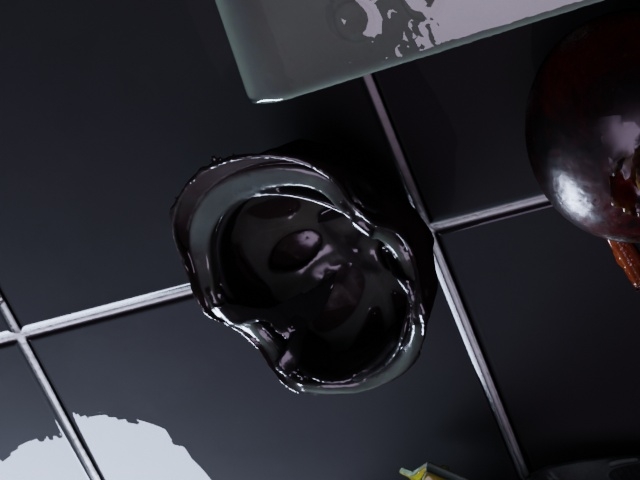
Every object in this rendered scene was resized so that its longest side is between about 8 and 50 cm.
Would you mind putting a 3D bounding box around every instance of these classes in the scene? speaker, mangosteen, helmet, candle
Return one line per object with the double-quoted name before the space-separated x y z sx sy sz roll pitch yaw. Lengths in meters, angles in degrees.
"speaker" 0.094 -0.283 1.646 0.406 0.183 0.184 -16 112 18
"mangosteen" 0.309 -0.092 1.676 0.236 0.261 0.235 3 119 5
"helmet" 0.000 0.000 1.830 0.225 0.177 0.305 -26 108 31
"candle" 0.299 -0.019 1.863 0.026 0.021 0.167 -36 111 -3

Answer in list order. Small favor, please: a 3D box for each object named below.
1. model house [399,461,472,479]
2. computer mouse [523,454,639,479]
"model house" 0.141 0.422 1.940 0.300 0.340 0.323 24 132 -3
"computer mouse" 0.340 0.299 2.014 0.379 0.090 0.167 5 132 23
